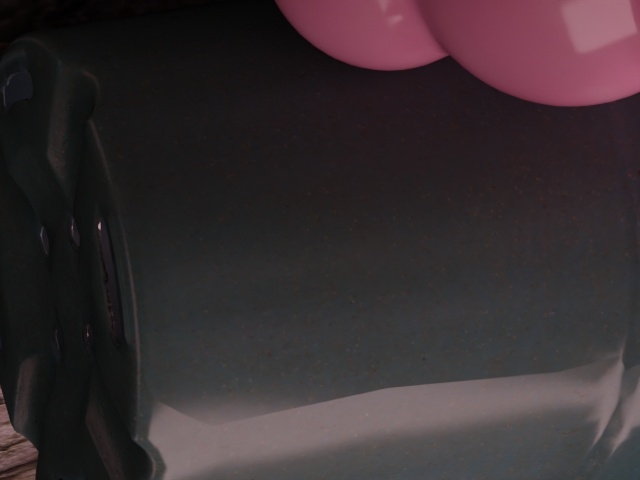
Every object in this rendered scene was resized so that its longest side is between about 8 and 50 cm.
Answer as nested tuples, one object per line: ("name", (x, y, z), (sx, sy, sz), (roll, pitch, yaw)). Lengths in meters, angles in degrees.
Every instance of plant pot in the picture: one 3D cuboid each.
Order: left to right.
("plant pot", (0.013, 0.004, 0.876), (0.334, 0.341, 0.341), (-7, 164, -27))

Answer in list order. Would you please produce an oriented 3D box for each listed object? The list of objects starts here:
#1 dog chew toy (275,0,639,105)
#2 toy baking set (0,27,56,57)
("dog chew toy", (0.121, -0.147, 0.682), (0.332, 0.207, 0.206), (-3, 174, 24))
("toy baking set", (-0.193, -0.067, 0.960), (0.196, 0.030, 0.256), (-24, 166, 13))
